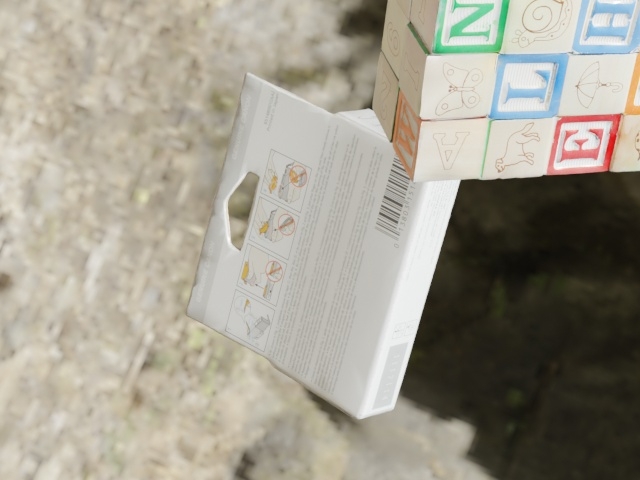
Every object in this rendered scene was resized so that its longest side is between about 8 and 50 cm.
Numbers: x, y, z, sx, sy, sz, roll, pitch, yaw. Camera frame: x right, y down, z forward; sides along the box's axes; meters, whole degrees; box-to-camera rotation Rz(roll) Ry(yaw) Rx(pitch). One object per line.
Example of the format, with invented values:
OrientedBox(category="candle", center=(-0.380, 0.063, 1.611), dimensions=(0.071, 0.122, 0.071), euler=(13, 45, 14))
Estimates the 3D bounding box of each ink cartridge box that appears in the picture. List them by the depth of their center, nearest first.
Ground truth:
OrientedBox(category="ink cartridge box", center=(0.000, 0.000, 2.002), dimensions=(0.066, 0.261, 0.296), euler=(-10, 122, -50))

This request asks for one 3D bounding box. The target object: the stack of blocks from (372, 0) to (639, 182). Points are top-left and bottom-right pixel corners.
OrientedBox(category="stack of blocks", center=(0.138, -0.182, 1.079), dimensions=(0.087, 0.171, 0.297), euler=(-114, -154, -52))
